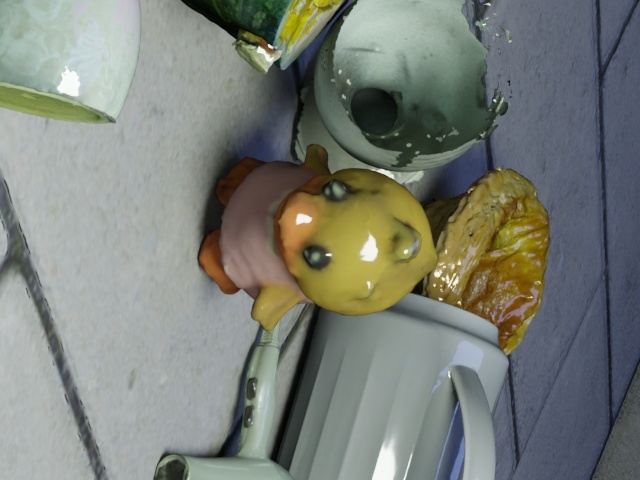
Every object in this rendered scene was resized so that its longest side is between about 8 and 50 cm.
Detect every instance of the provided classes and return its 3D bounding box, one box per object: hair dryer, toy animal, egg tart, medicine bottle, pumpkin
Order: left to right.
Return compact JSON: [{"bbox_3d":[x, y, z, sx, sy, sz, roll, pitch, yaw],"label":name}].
[{"bbox_3d":[-0.206,-0.171,1.313,0.147,0.147,0.143,26,75,-67],"label":"medicine bottle"},{"bbox_3d":[-0.101,0.195,1.874,0.229,0.092,0.267,-6,93,-60],"label":"hair dryer"},{"bbox_3d":[-0.045,-0.303,1.558,0.263,0.197,0.293,-55,174,-7],"label":"pumpkin"},{"bbox_3d":[0.004,0.001,1.704,0.169,0.281,0.195,19,81,-25],"label":"toy animal"},{"bbox_3d":[0.190,0.053,2.361,0.352,0.150,0.352,-39,138,-48],"label":"egg tart"}]

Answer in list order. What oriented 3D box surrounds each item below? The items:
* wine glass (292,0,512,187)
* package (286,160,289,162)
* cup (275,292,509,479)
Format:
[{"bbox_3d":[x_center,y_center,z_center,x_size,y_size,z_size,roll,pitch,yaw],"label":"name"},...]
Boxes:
[{"bbox_3d":[0.073,-0.149,1.788,0.357,0.190,0.190,147,-41,-78],"label":"wine glass"},{"bbox_3d":[0.009,-0.027,1.865,0.022,0.200,0.083,-6,107,-31],"label":"package"},{"bbox_3d":[0.098,0.235,2.031,0.237,0.323,0.327,24,79,-31],"label":"cup"}]
